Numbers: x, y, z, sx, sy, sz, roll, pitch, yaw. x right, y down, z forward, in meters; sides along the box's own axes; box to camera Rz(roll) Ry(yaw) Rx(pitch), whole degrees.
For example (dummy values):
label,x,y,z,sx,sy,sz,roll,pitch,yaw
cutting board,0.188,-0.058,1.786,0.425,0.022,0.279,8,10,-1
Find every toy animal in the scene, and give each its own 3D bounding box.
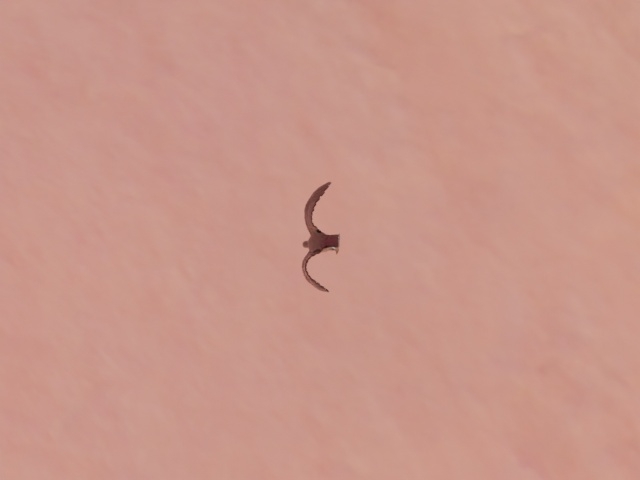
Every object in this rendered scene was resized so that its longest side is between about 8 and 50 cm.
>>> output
label,x,y,z,sx,sy,sz,roll,pitch,yaw
toy animal,0.001,0.000,1.149,0.028,0.050,0.084,3,78,-1
